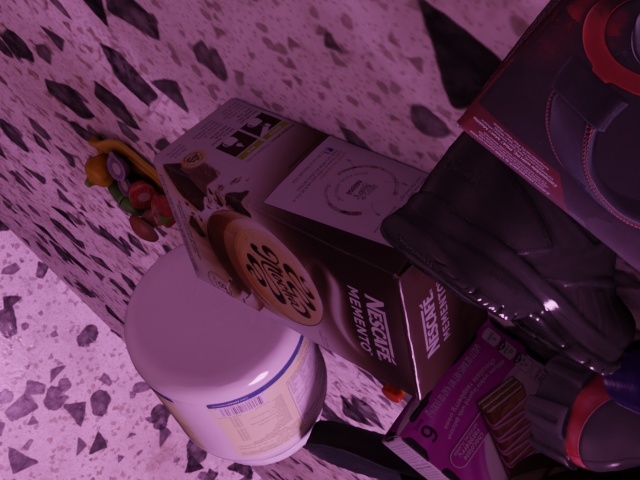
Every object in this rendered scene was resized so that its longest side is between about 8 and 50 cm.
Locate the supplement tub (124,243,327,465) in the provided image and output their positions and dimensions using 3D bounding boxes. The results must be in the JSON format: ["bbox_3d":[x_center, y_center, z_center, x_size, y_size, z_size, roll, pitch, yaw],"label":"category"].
[{"bbox_3d":[-0.117,0.169,1.258,0.235,0.235,0.324,30,157,25],"label":"supplement tub"}]

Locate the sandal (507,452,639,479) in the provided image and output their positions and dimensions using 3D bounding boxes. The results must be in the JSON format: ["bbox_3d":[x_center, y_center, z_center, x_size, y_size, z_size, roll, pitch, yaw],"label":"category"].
[{"bbox_3d":[0.284,0.233,0.814,0.220,0.090,0.060,-6,111,12],"label":"sandal"}]

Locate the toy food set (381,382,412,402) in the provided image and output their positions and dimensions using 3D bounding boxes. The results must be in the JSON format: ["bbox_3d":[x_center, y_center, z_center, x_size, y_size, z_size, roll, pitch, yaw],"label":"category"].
[{"bbox_3d":[0.125,0.186,1.061,0.111,0.104,0.232,35,159,12],"label":"toy food set"}]

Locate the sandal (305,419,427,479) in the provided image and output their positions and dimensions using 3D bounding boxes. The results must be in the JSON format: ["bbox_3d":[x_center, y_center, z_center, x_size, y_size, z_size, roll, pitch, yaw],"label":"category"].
[{"bbox_3d":[0.178,0.347,1.190,0.446,0.107,0.167,7,153,31],"label":"sandal"}]

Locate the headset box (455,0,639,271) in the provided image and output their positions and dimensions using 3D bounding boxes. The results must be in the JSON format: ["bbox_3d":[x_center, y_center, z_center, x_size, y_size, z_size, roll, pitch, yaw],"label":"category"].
[{"bbox_3d":[0.208,-0.064,0.393,0.218,0.110,0.293,39,159,0],"label":"headset box"}]

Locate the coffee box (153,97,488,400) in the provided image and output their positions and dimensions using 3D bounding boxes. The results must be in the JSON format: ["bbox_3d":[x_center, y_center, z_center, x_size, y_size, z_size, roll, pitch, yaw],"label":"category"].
[{"bbox_3d":[0.000,0.000,0.845,0.297,0.119,0.168,25,145,34],"label":"coffee box"}]

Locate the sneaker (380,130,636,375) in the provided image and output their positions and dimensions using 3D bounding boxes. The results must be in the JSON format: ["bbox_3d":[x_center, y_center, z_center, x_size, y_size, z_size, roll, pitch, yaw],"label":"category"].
[{"bbox_3d":[0.166,0.006,0.623,0.109,0.130,0.286,35,-176,40],"label":"sneaker"}]

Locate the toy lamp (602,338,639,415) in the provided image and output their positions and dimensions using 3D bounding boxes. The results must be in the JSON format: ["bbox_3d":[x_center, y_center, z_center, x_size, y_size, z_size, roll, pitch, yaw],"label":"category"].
[{"bbox_3d":[0.305,0.097,0.611,0.080,0.080,0.275,45,158,-13],"label":"toy lamp"}]

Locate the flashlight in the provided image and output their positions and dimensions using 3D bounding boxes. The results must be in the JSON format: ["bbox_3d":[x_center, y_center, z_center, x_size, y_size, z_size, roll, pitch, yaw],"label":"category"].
[{"bbox_3d":[0.311,0.182,0.719,0.103,0.103,0.304,7,-170,-40],"label":"flashlight"}]

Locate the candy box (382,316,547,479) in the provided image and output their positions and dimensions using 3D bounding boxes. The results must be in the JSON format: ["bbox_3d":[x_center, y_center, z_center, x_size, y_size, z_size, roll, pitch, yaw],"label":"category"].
[{"bbox_3d":[0.203,0.211,0.903,0.233,0.159,0.071,39,161,1],"label":"candy box"}]

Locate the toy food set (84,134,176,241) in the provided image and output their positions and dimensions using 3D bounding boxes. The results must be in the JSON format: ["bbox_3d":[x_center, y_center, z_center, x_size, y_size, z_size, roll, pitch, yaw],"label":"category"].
[{"bbox_3d":[-0.257,-0.057,1.269,0.218,0.071,0.128,39,160,3],"label":"toy food set"}]
